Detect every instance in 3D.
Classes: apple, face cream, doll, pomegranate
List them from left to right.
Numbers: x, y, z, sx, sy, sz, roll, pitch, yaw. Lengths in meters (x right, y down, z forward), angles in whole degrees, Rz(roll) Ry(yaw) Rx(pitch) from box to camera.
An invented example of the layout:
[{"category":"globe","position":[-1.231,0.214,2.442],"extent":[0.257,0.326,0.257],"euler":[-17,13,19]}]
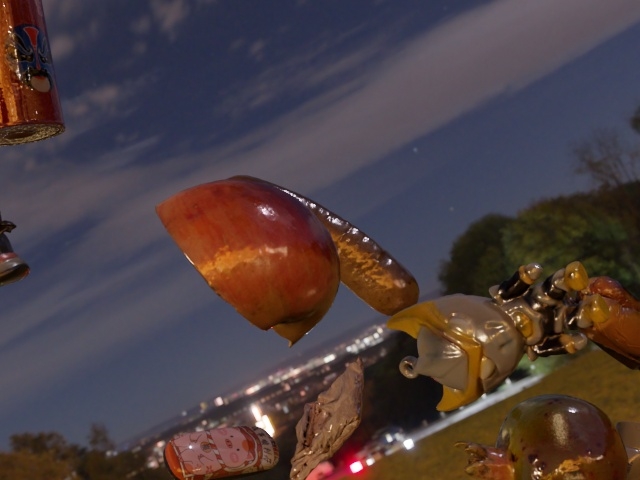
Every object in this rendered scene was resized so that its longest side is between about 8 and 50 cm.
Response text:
[{"category":"apple","position":[-0.078,0.006,1.263],"extent":[0.163,0.251,0.293],"euler":[-41,-20,-1]},{"category":"doll","position":[0.225,0.127,1.169],"extent":[0.316,0.145,0.103],"euler":[-31,26,36]},{"category":"pomegranate","position":[0.314,0.301,1.257],"extent":[0.198,0.246,0.198],"euler":[-62,6,11]},{"category":"face cream","position":[0.459,0.388,1.331],"extent":[0.070,0.114,0.224],"euler":[-42,24,61]}]

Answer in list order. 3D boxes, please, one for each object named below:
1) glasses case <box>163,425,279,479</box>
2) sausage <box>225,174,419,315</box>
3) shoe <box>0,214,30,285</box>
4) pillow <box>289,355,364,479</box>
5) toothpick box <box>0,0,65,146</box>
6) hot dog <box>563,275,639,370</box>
[{"category":"glasses case","position":[-0.199,0.438,1.826],"extent":[0.266,0.103,0.067],"euler":[2,-42,-43]},{"category":"sausage","position":[0.001,-0.003,1.950],"extent":[0.136,0.500,0.123],"euler":[-56,-2,-21]},{"category":"shoe","position":[-0.561,0.017,1.270],"extent":[0.291,0.137,0.114],"euler":[-9,3,12]},{"category":"pillow","position":[0.006,0.296,1.450],"extent":[0.248,0.049,0.135],"euler":[-54,16,41]},{"category":"toothpick box","position":[-0.681,-0.387,1.922],"extent":[0.204,0.333,0.204],"euler":[-12,-2,0]},{"category":"hot dog","position":[0.620,0.157,1.837],"extent":[0.326,0.194,0.107],"euler":[25,-62,-41]}]
